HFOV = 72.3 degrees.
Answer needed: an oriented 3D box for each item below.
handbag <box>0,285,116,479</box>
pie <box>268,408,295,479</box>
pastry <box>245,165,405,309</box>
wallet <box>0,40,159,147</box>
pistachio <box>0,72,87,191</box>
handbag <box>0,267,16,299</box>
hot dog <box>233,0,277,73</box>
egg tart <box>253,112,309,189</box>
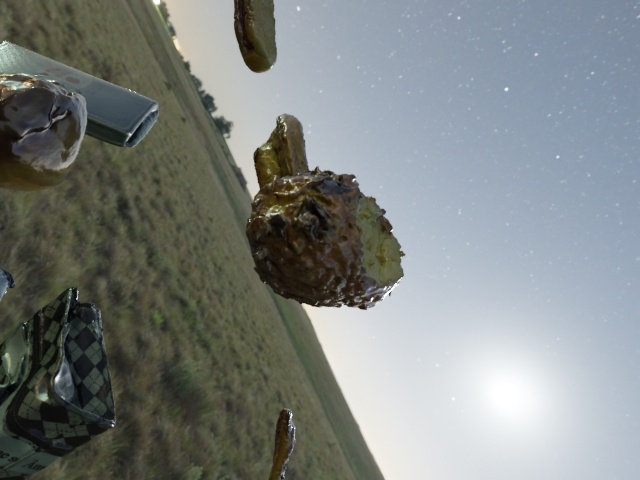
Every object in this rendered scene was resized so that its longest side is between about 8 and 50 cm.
[{"bbox_3d":[-0.588,0.285,0.783,0.316,0.416,0.180,59,-3,46],"label":"handbag"},{"bbox_3d":[-0.070,0.367,0.786,0.088,0.033,0.191,-122,-137,-71],"label":"pie"},{"bbox_3d":[-0.008,0.005,1.011,0.405,0.337,0.292,36,53,-53],"label":"pastry"},{"bbox_3d":[-0.565,-0.328,0.978,0.252,0.360,0.083,-97,-150,-55],"label":"wallet"},{"bbox_3d":[-0.345,-0.127,0.505,0.130,0.165,0.210,43,-28,-23],"label":"pistachio"},{"bbox_3d":[-0.792,0.089,0.904,0.332,0.075,0.191,65,21,-57],"label":"handbag"},{"bbox_3d":[-0.150,-0.501,0.972,0.084,0.073,0.242,6,-80,46],"label":"hot dog"},{"bbox_3d":[-0.105,-0.181,1.411,0.443,0.178,0.443,-13,90,-89],"label":"egg tart"}]
